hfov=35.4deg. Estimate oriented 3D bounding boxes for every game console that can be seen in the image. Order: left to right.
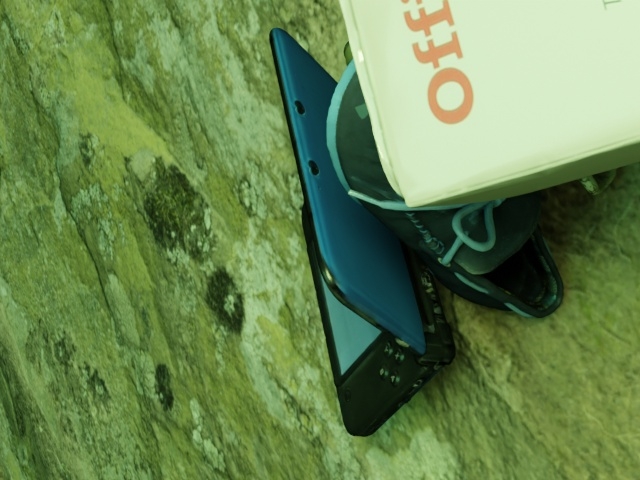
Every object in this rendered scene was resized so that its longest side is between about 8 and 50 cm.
[{"bbox_3d":[0.000,0.000,0.930,0.250,0.173,0.293,-53,38,44],"label":"game console"}]

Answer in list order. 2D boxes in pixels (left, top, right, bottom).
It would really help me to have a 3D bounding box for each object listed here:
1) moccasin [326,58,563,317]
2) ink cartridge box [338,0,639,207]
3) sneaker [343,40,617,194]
[{"bbox_3d":[0.121,-0.038,0.763,0.116,0.342,0.138,30,86,33],"label":"moccasin"},{"bbox_3d":[0.200,-0.202,0.459,0.394,0.166,0.286,-16,85,32],"label":"ink cartridge box"},{"bbox_3d":[0.168,-0.119,0.788,0.410,0.158,0.182,8,116,54],"label":"sneaker"}]
